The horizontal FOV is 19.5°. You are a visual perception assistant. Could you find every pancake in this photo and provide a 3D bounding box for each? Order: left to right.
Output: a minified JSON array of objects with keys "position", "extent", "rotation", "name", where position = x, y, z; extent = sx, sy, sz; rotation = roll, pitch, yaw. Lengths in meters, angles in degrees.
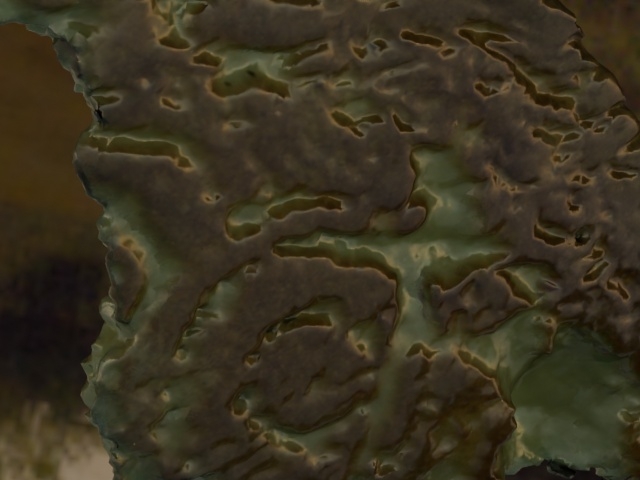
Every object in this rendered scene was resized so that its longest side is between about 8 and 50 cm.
[{"position":[-0.001,-0.003,0.569],"extent":[0.376,0.197,0.054],"rotation":[44,-179,-34],"name":"pancake"}]
